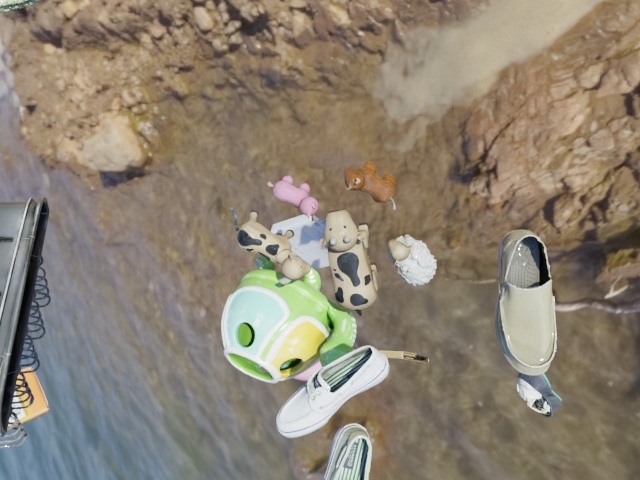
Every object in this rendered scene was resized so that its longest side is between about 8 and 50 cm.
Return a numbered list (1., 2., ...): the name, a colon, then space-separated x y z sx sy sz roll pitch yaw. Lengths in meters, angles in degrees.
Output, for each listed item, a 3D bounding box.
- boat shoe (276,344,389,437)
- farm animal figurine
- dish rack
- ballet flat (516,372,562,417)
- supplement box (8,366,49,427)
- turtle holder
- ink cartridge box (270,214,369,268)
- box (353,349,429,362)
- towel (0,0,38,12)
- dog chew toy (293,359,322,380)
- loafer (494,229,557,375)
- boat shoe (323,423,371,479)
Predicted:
1. boat shoe: 0.009 0.249 1.021 0.083 0.226 0.075 52 178 46
2. farm animal figurine: 0.023 0.013 1.173 0.330 0.172 0.326 -26 109 16
3. dish rack: -0.309 0.103 0.574 0.271 0.074 0.208 121 151 -55
4. ballet flat: 0.482 0.338 1.326 0.074 0.074 0.203 5 147 45
5. supplement box: -0.514 0.262 0.830 0.078 0.234 0.080 -35 78 48
6. turtle holder: -0.072 0.207 1.335 0.320 0.227 0.243 27 149 9
7. ink cartridge box: 0.000 0.000 1.789 0.224 0.223 0.045 -13 50 40
8. box: 0.174 0.318 1.639 0.201 0.164 0.021 -5 74 34
9. towel: -0.465 -0.349 0.796 0.027 0.148 0.110 129 121 -70
10. dog chew toy: -0.027 0.322 1.859 0.207 0.332 0.206 -1 85 10
11. loafer: 0.365 0.105 1.064 0.102 0.092 0.268 -5 77 8
12. boat shoe: 0.043 0.536 1.232 0.094 0.109 0.302 129 150 -81
